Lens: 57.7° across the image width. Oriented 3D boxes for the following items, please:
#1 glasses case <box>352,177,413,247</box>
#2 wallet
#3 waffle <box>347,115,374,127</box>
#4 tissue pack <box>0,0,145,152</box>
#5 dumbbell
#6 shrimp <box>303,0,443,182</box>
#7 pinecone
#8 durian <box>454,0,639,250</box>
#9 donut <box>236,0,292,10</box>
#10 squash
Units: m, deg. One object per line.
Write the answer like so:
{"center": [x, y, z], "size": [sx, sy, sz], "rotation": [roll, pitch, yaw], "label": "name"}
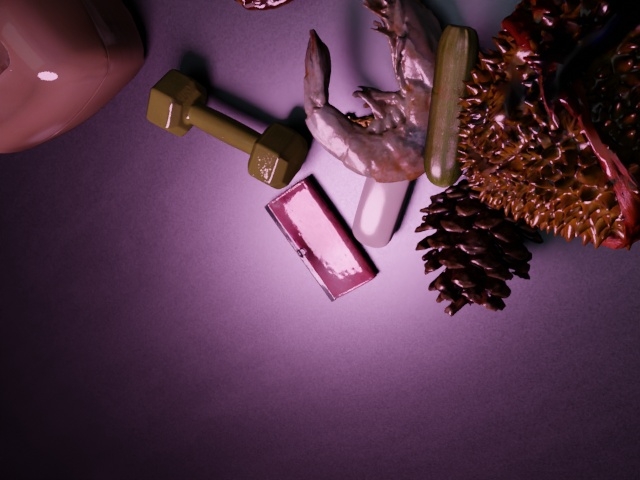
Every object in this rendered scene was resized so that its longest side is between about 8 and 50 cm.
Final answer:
{"center": [0.110, -0.077, 1.003], "size": [0.076, 0.049, 0.197], "rotation": [23, 118, 15], "label": "glasses case"}
{"center": [0.000, 0.000, 1.112], "size": [0.119, 0.025, 0.232], "rotation": [-32, 97, 33], "label": "wallet"}
{"center": [0.062, -0.183, 1.002], "size": [0.085, 0.016, 0.078], "rotation": [21, 120, 18], "label": "waffle"}
{"center": [-0.548, -0.334, 1.088], "size": [0.387, 0.277, 0.267], "rotation": [-23, 104, 34], "label": "tissue pack"}
{"center": [-0.172, -0.202, 1.055], "size": [0.302, 0.121, 0.108], "rotation": [29, 93, 13], "label": "dumbbell"}
{"center": [0.082, -0.261, 0.892], "size": [0.247, 0.085, 0.360], "rotation": [-9, 106, 14], "label": "shrimp"}
{"center": [0.241, 0.009, 0.888], "size": [0.184, 0.179, 0.205], "rotation": [-14, 74, 36], "label": "pinecone"}
{"center": [0.347, -0.163, 0.691], "size": [0.384, 0.347, 0.347], "rotation": [-26, 99, 35], "label": "durian"}
{"center": [-0.083, -0.480, 0.894], "size": [0.235, 0.089, 0.235], "rotation": [11, 118, 22], "label": "donut"}
{"center": [0.186, -0.186, 0.828], "size": [0.066, 0.066, 0.229], "rotation": [12, 116, 22], "label": "squash"}
